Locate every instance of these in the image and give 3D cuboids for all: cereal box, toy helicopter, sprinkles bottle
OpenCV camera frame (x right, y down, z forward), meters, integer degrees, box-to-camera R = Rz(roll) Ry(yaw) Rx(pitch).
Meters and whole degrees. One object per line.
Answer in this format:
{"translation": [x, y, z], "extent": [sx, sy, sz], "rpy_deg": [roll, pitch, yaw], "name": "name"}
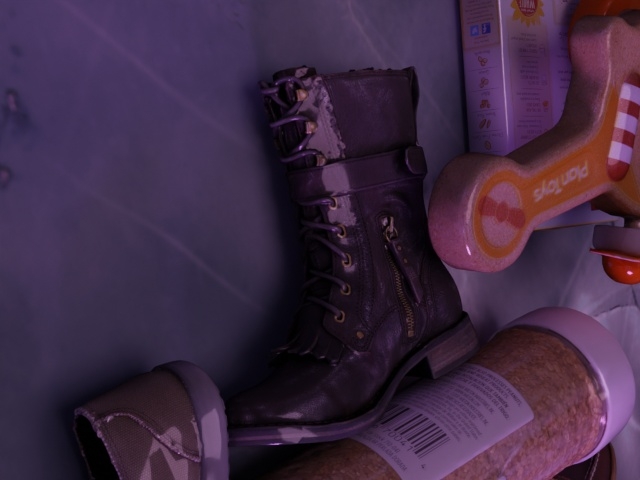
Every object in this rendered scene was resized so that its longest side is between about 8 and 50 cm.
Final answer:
{"translation": [0.190, -0.129, 0.934], "extent": [0.173, 0.047, 0.240], "rpy_deg": [-5, 92, -46], "name": "cereal box"}
{"translation": [0.208, -0.051, 0.840], "extent": [0.355, 0.140, 0.235], "rpy_deg": [-26, 117, -38], "name": "toy helicopter"}
{"translation": [0.085, 0.155, 0.766], "extent": [0.355, 0.121, 0.121], "rpy_deg": [-21, 103, -43], "name": "sprinkles bottle"}

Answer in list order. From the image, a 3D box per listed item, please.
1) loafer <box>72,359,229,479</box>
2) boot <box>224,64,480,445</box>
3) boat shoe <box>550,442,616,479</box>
{"translation": [-0.101, 0.196, 0.610], "extent": [0.087, 0.094, 0.251], "rpy_deg": [-1, 83, -36], "name": "loafer"}
{"translation": [0.000, 0.000, 0.725], "extent": [0.263, 0.091, 0.229], "rpy_deg": [-23, 99, -48], "name": "boot"}
{"translation": [0.181, 0.228, 0.893], "extent": [0.073, 0.073, 0.207], "rpy_deg": [51, 55, -33], "name": "boat shoe"}
